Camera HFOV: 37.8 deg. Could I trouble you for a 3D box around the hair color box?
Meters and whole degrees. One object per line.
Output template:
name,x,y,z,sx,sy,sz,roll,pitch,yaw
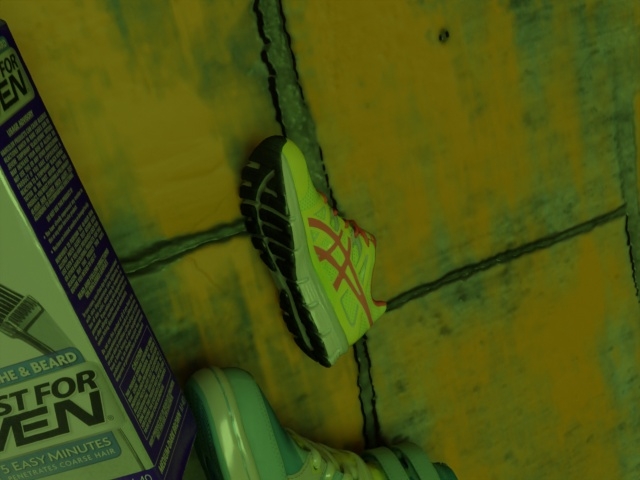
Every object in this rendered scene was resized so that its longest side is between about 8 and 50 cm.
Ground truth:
hair color box,-0.236,0.046,0.637,0.185,0.110,0.338,-17,111,11

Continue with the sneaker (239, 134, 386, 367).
sneaker,0.000,0.000,0.790,0.094,0.081,0.208,-29,121,-22

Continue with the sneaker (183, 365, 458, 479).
sneaker,0.014,0.204,0.822,0.208,0.127,0.319,-26,122,-14
